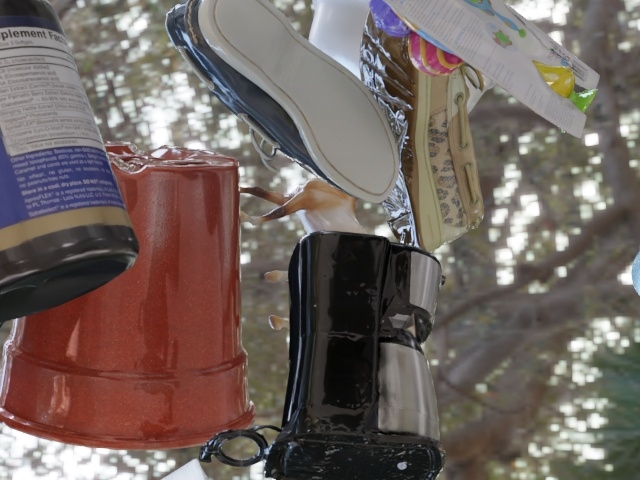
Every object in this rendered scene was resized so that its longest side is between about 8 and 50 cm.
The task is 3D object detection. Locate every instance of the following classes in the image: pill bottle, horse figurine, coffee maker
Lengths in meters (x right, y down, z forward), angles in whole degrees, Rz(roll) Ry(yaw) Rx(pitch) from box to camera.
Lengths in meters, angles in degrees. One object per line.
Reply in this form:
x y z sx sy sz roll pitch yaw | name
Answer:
-0.195 -0.070 0.814 0.123 0.123 0.219 -10 -105 -49 | pill bottle
0.000 0.000 1.521 0.174 0.066 0.263 -12 -120 -27 | horse figurine
0.011 0.086 1.057 0.171 0.120 0.178 19 -129 -23 | coffee maker

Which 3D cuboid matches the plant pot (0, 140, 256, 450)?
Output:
-0.191 0.041 1.414 0.272 0.272 0.265 -7 -76 -49 | plant pot

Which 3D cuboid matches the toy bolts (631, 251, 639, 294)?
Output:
0.437 -0.020 1.561 0.218 0.228 0.158 60 180 32 | toy bolts

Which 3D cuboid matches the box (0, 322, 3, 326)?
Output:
-0.410 -0.026 1.282 0.097 0.395 0.318 -30 -100 -44 | box

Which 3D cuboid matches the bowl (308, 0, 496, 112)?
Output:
0.098 -0.234 2.017 0.298 0.298 0.134 30 -99 -43 | bowl

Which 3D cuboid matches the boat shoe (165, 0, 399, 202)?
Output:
-0.032 -0.120 1.224 0.254 0.079 0.095 38 -119 -32 | boat shoe

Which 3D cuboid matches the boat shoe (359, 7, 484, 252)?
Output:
0.101 -0.116 1.310 0.089 0.104 0.285 -21 -47 -17 | boat shoe

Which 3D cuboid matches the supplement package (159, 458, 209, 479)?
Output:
-0.179 0.337 1.519 0.179 0.105 0.105 -30 -75 -5 | supplement package

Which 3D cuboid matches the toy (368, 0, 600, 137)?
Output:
0.101 -0.158 1.084 0.237 0.056 0.137 33 -148 0 | toy
